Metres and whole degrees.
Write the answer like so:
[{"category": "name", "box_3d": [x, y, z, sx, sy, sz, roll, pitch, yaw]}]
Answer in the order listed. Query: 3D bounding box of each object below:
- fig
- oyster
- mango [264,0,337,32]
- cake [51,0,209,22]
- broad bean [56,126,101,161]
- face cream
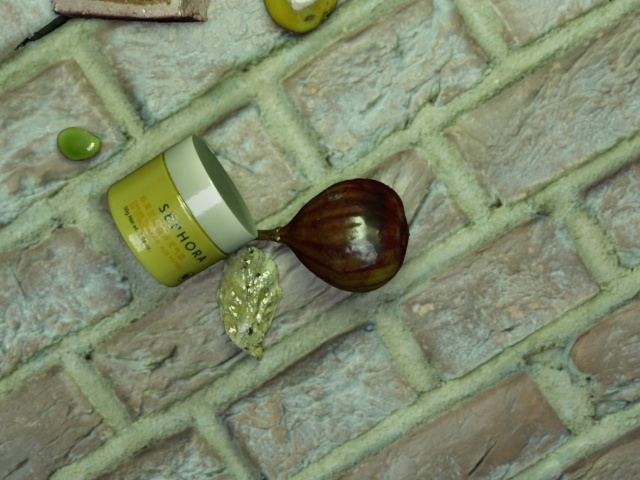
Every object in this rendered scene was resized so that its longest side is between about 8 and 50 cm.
[{"category": "fig", "box_3d": [0.000, 0.000, 1.482, 0.321, 0.217, 0.216, -4, 102, 19]}, {"category": "oyster", "box_3d": [-0.143, 0.117, 1.543, 0.133, 0.072, 0.209, 18, 98, -9]}, {"category": "mango", "box_3d": [-0.038, -0.467, 1.417, 0.137, 0.098, 0.195, -9, 97, 3]}, {"category": "cake", "box_3d": [-0.340, -0.446, 1.409, 0.296, 0.113, 0.115, 3, 99, 3]}, {"category": "broad bean", "box_3d": [-0.448, -0.177, 1.484, 0.083, 0.045, 0.063, 11, 99, 3]}, {"category": "face cream", "box_3d": [-0.244, -0.050, 1.428, 0.179, 0.218, 0.218, -31, 101, 5]}]
